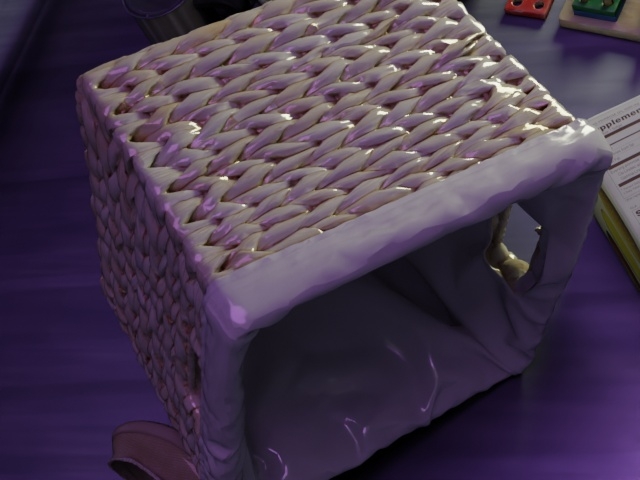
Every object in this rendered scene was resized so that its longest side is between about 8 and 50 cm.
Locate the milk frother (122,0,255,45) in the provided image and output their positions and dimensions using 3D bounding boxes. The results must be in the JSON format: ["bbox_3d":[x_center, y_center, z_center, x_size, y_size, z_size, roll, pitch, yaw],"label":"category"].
[{"bbox_3d":[-0.134,-0.263,1.457,0.129,0.135,0.143,-17,57,8],"label":"milk frother"}]

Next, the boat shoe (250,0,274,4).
[{"bbox_3d":[-0.065,-0.360,1.451,0.091,0.114,0.302,2,44,13],"label":"boat shoe"}]

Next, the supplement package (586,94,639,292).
[{"bbox_3d":[0.331,-0.002,1.137,0.134,0.139,0.244,-25,54,3],"label":"supplement package"}]

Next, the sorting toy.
[{"bbox_3d":[0.316,-0.272,1.357,0.274,0.046,0.132,17,67,27],"label":"sorting toy"}]

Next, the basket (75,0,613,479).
[{"bbox_3d":[0.000,0.000,1.076,0.331,0.328,0.266,-26,61,-21],"label":"basket"}]

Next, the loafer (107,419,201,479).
[{"bbox_3d":[-0.093,0.246,1.164,0.268,0.102,0.092,25,66,29],"label":"loafer"}]
